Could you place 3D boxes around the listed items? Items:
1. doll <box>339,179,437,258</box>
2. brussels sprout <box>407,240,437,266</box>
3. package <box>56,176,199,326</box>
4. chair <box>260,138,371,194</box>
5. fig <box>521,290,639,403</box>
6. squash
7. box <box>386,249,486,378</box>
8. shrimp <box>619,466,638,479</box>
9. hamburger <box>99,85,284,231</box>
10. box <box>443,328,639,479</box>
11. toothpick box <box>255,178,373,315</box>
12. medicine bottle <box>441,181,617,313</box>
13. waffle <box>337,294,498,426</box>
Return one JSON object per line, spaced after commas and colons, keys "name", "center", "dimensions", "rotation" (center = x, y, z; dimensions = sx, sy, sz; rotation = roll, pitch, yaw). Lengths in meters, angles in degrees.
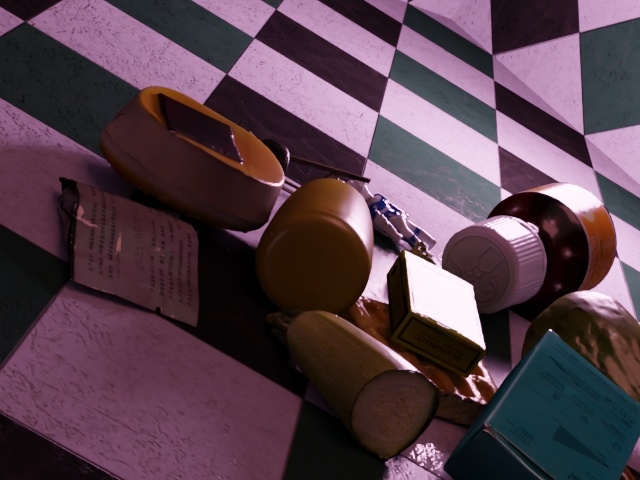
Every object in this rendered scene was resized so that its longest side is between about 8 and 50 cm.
{"name": "doll", "center": [0.125, -0.046, 2.316], "dimensions": [0.227, 0.057, 0.114], "rotation": [40, 28, -5]}
{"name": "brussels sprout", "center": [0.172, 0.053, 2.177], "dimensions": [0.085, 0.058, 0.085], "rotation": [50, 29, -40]}
{"name": "package", "center": [-0.266, 0.001, 1.694], "dimensions": [0.204, 0.062, 0.250], "rotation": [20, 29, -28]}
{"name": "chair", "center": [-0.023, -0.098, 2.182], "dimensions": [0.222, 0.104, 0.095], "rotation": [25, 40, -24]}
{"name": "fig", "center": [0.445, 0.212, 1.963], "dimensions": [0.233, 0.233, 0.314], "rotation": [32, 12, -3]}
{"name": "squash", "center": [0.025, 0.160, 1.666], "dimensions": [0.287, 0.137, 0.137], "rotation": [43, 24, 30]}
{"name": "box", "center": [0.179, 0.112, 1.906], "dimensions": [0.141, 0.064, 0.220], "rotation": [27, 21, -10]}
{"name": "shrimp", "center": [0.450, 0.376, 1.903], "dimensions": [0.166, 0.049, 0.161], "rotation": [40, 21, -2]}
{"name": "hamburger", "center": [-0.201, -0.115, 1.898], "dimensions": [0.295, 0.151, 0.227], "rotation": [33, 19, -17]}
{"name": "box", "center": [0.330, 0.287, 1.736], "dimensions": [0.205, 0.118, 0.311], "rotation": [38, 34, 8]}
{"name": "toothpick box", "center": [0.000, 0.000, 1.905], "dimensions": [0.175, 0.175, 0.271], "rotation": [31, 19, -5]}
{"name": "medicine bottle", "center": [0.404, 0.029, 2.325], "dimensions": [0.242, 0.242, 0.395], "rotation": [41, 32, 18]}
{"name": "waffle", "center": [0.157, 0.187, 1.877], "dimensions": [0.248, 0.055, 0.221], "rotation": [20, 25, -29]}
